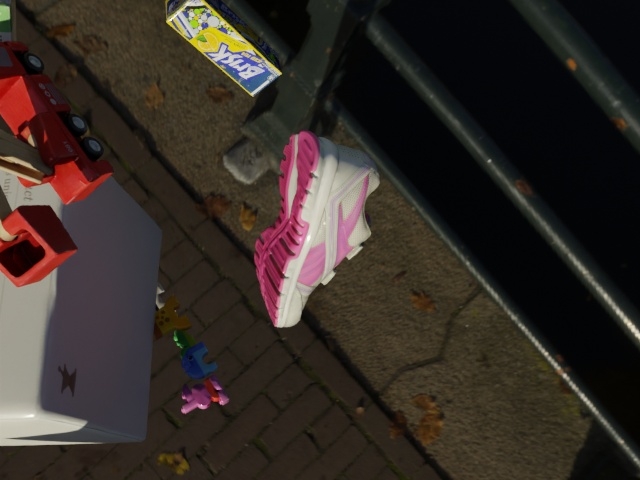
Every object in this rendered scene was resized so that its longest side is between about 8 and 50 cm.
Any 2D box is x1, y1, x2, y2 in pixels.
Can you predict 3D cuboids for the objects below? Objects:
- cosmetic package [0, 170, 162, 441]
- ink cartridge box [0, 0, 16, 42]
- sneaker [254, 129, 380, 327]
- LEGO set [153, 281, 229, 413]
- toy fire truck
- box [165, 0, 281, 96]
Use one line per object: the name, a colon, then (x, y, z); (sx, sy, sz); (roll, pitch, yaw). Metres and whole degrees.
cosmetic package: (-0.453, 0.089, 0.933); (0.393, 0.327, 0.330); (-2, 70, 6)
ink cartridge box: (-0.523, -0.297, 1.042); (0.154, 0.212, 0.093); (0, 61, -21)
sneaker: (0.000, 0.000, 0.815); (0.111, 0.252, 0.103); (2, 38, -25)
LEGO set: (-0.238, 0.167, 1.117); (0.093, 0.087, 0.227); (-28, 71, -21)
toy fire truck: (-0.232, -0.068, 0.552); (0.047, 0.135, 0.192); (-35, 90, 22)
box: (-0.130, -0.276, 0.984); (0.169, 0.059, 0.054); (37, 30, -40)
